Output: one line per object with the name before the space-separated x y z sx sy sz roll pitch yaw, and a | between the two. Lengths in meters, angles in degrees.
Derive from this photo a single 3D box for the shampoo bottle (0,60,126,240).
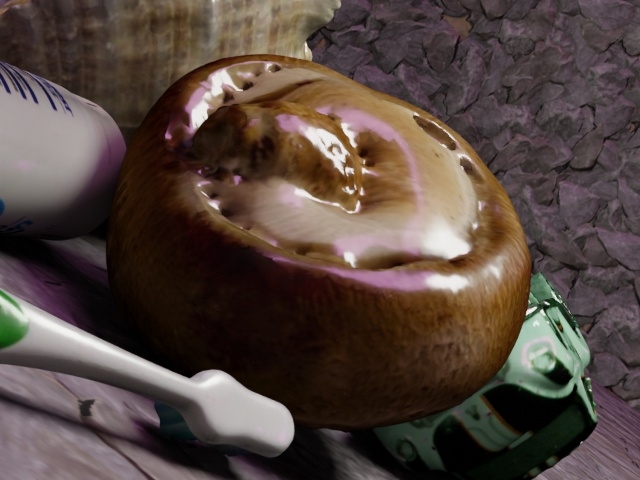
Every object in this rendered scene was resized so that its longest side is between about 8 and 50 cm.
shampoo bottle | -0.179 -0.050 0.687 0.092 0.092 0.303 36 5 16

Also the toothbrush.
toothbrush | -0.156 0.018 0.480 0.040 0.042 0.418 -13 -29 38

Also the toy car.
toy car | 0.125 0.107 0.925 0.125 0.136 0.306 56 10 7

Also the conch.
conch | -0.115 -0.104 0.922 0.297 0.352 0.210 -22 -82 49

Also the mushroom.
mushroom | 0.000 0.000 0.740 0.253 0.153 0.253 15 38 -12
